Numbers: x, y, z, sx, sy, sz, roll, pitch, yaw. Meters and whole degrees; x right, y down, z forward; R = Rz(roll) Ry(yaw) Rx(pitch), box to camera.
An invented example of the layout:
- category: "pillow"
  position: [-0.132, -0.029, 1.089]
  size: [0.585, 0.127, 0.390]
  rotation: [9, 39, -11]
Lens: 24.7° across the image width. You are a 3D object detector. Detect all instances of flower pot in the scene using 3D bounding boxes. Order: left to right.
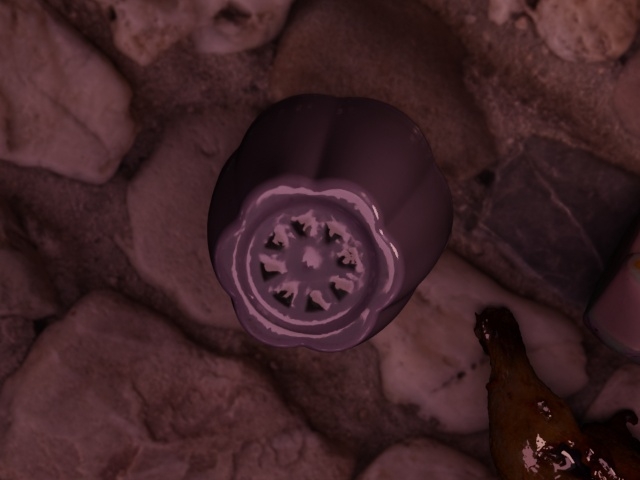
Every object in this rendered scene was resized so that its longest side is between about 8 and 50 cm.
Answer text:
- category: "flower pot"
  position: [0.000, 0.000, 1.497]
  size: [0.265, 0.243, 0.265]
  rotation: [2, 108, 6]

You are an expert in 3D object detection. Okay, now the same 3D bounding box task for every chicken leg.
- category: "chicken leg"
  position: [0.267, 0.217, 1.572]
  size: [0.322, 0.177, 0.083]
  rotation: [38, 142, -4]

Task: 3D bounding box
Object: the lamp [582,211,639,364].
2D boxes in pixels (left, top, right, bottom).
- category: "lamp"
  position: [0.423, 0.115, 1.515]
  size: [0.301, 0.247, 0.247]
  rotation: [30, 137, 4]
